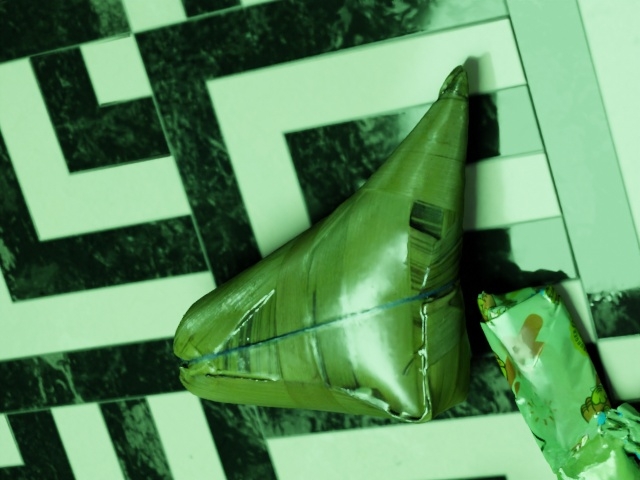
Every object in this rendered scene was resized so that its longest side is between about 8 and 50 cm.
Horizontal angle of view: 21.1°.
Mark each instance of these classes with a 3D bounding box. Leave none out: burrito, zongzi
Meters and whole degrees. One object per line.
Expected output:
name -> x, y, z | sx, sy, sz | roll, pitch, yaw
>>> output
burrito -> 0.226, 0.154, 1.401 | 0.104, 0.054, 0.288 | -22, 99, 28
zongzi -> 0.000, 0.000, 1.409 | 0.260, 0.123, 0.289 | 4, 103, 26
